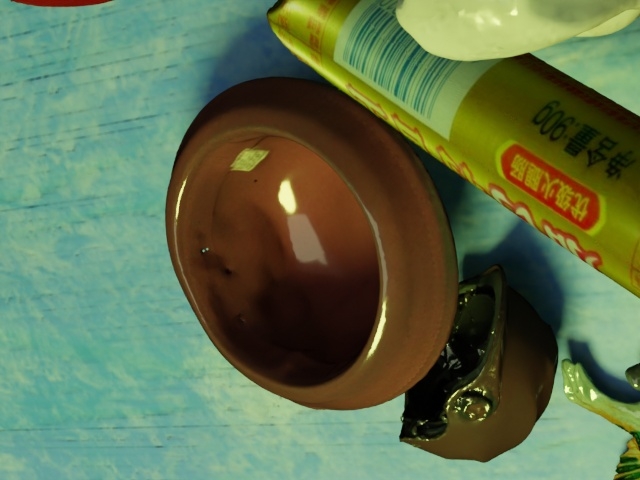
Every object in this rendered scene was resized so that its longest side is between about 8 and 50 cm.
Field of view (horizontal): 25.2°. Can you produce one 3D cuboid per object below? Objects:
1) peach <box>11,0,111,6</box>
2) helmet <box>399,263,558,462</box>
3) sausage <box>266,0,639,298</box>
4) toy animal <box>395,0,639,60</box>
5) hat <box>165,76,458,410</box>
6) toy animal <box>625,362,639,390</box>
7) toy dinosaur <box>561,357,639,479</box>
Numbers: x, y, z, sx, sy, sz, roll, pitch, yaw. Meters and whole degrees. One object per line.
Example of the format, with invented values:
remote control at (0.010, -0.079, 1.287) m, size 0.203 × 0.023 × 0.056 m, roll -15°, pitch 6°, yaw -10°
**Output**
peach at (-0.144, -0.216, 0.785) m, size 0.197 × 0.197 × 0.197 m, roll 13°, pitch 117°, yaw 27°
helmet at (0.097, 0.078, 0.821) m, size 0.070 × 0.098 × 0.123 m, roll 28°, pitch 128°, yaw -15°
sausage at (0.084, -0.064, 0.706) m, size 0.371 × 0.082 × 0.082 m, roll 39°, pitch 129°, yaw 41°
toy animal at (0.056, -0.224, 0.640) m, size 0.265 × 0.206 × 0.272 m, roll 30°, pitch 140°, yaw 56°
hat at (0.000, 0.000, 0.843) m, size 0.205 × 0.089 × 0.205 m, roll 13°, pitch 112°, yaw 35°
toy animal at (0.245, 0.115, 0.661) m, size 0.137 × 0.269 × 0.082 m, roll 27°, pitch 91°, yaw 37°
toy dinosaur at (0.210, 0.139, 0.811) m, size 0.187 × 0.044 × 0.106 m, roll 51°, pitch 142°, yaw -13°
